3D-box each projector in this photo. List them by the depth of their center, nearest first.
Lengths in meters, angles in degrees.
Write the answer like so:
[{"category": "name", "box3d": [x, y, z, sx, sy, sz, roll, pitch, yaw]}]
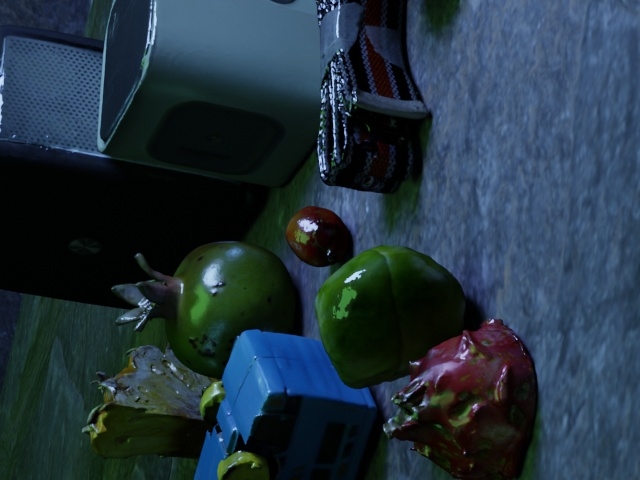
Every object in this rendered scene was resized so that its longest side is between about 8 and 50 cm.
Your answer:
[{"category": "projector", "box3d": [-0.133, -0.231, 1.964, 0.248, 0.249, 0.248, 131, 145, -54]}, {"category": "projector", "box3d": [-0.327, -0.093, 2.195, 0.395, 0.405, 0.242, 127, 148, -52]}]

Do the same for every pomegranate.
[{"category": "pomegranate", "box3d": [-0.141, 0.079, 1.887, 0.181, 0.224, 0.181, -37, 46, 50]}]

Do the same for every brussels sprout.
[{"category": "brussels sprout", "box3d": [0.067, 0.068, 1.456, 0.155, 0.155, 0.117, 133, 130, -56]}]

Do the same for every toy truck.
[{"category": "toy truck", "box3d": [-0.067, 0.294, 1.677, 0.161, 0.162, 0.384, -119, 41, -59]}]

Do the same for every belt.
[{"category": "belt", "box3d": [0.046, -0.216, 1.700, 0.126, 0.094, 0.359, 127, 147, -53]}]

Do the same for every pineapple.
[{"category": "pineapple", "box3d": [-0.212, 0.224, 2.120, 0.186, 0.236, 0.114, 42, 136, 20]}]

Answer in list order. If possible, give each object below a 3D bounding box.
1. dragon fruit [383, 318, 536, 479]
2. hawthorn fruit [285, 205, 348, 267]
[{"category": "dragon fruit", "box3d": [0.111, 0.137, 1.350, 0.153, 0.111, 0.153, -39, 45, 55]}, {"category": "hawthorn fruit", "box3d": [-0.002, -0.004, 1.772, 0.077, 0.077, 0.077, -170, 90, -70]}]
